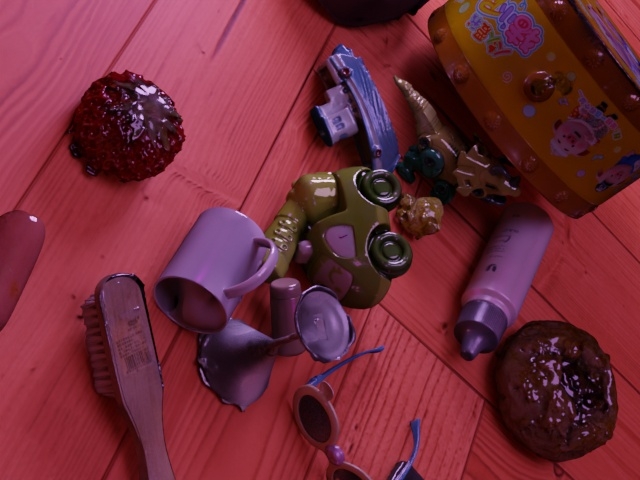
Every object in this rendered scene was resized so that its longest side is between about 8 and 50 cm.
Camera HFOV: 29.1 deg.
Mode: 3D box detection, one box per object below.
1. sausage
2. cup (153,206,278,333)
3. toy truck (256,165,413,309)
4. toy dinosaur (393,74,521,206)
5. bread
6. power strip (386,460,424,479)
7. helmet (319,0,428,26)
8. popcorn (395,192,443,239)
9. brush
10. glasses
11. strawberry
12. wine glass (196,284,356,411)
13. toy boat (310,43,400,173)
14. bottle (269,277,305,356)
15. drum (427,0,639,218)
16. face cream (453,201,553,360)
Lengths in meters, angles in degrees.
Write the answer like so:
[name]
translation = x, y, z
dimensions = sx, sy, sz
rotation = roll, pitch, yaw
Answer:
[sausage]
translation = -0.348, 0.037, 1.331
dimensions = 0.062, 0.062, 0.154
rotation = 37, 51, -27
[cup]
translation = -0.116, 0.041, 1.504
dimensions = 0.099, 0.136, 0.133
rotation = 89, 22, -45
[toy truck]
translation = 0.014, -0.013, 1.651
dimensions = 0.210, 0.148, 0.187
rotation = 14, 63, -9
[toy dinosaur]
translation = 0.178, -0.137, 1.854
dimensions = 0.259, 0.153, 0.094
rotation = 45, 45, -9
[bread]
translation = 0.370, 0.228, 1.890
dimensions = 0.230, 0.123, 0.230
rotation = 21, 59, -39
[power strip]
translation = 0.150, 0.450, 1.607
dimensions = 0.257, 0.092, 0.251
rotation = 49, 50, -11
[helmet]
translation = 0.104, -0.488, 1.892
dimensions = 0.338, 0.197, 0.271
rotation = -29, 91, -45
[popcorn]
translation = 0.150, -0.041, 1.842
dimensions = 0.083, 0.068, 0.059
rotation = 53, 2, 42
[brush]
translation = -0.213, 0.201, 1.401
dimensions = 0.070, 0.065, 0.328
rotation = -15, 93, -52
[glasses]
translation = 0.051, 0.246, 1.640
dimensions = 0.190, 0.088, 0.220
rotation = 61, 24, -4
[strawberry]
translation = -0.232, -0.141, 1.502
dimensions = 0.145, 0.086, 0.145
rotation = 21, 59, -39
[wine glass]
translation = -0.050, 0.127, 1.489
dimensions = 0.122, 0.183, 0.122
rotation = 20, 60, -39
[toy boat]
translation = 0.038, -0.172, 1.787
dimensions = 0.102, 0.088, 0.215
rotation = -25, 92, -12
[bottle]
translation = -0.042, 0.098, 1.581
dimensions = 0.045, 0.045, 0.097
rotation = -24, 118, -46
[drum]
translation = 0.374, -0.256, 1.931
dimensions = 0.431, 0.214, 0.431
rotation = 44, 22, -23
[face cream]
translation = 0.275, 0.070, 1.887
dimensions = 0.092, 0.092, 0.311
rotation = 47, 46, -18
